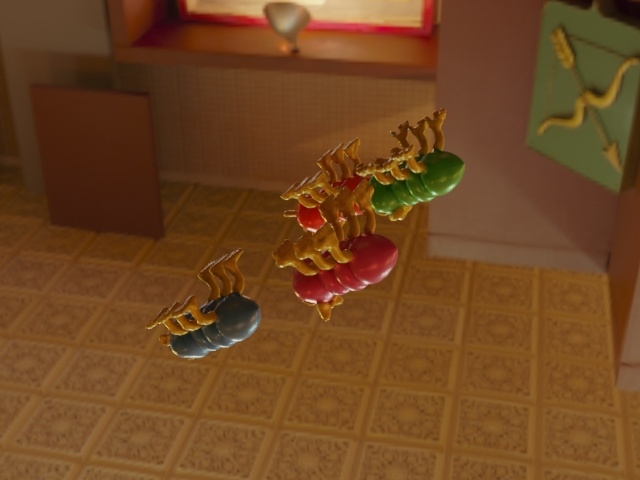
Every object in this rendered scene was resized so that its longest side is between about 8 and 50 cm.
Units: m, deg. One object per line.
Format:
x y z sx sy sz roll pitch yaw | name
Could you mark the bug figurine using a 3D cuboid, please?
0.000 0.000 0.724 0.216 0.072 0.279 -22 -163 43 | bug figurine
